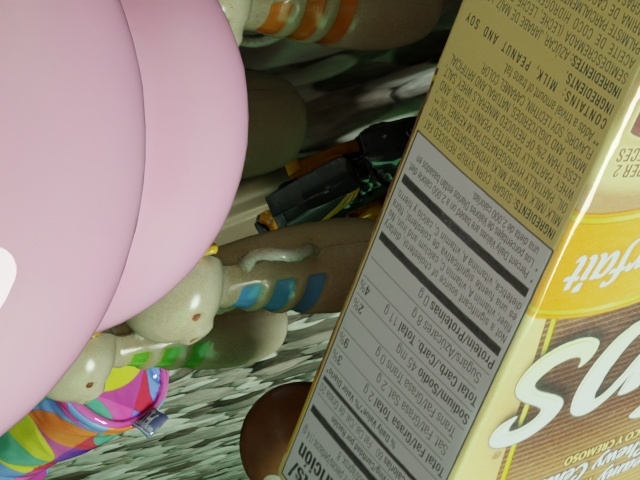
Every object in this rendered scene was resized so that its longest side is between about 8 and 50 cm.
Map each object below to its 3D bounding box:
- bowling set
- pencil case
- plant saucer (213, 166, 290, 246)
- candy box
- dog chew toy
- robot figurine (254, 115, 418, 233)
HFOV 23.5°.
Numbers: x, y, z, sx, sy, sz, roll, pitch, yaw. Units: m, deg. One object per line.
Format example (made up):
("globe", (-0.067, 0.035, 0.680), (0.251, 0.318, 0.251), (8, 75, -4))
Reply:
("bowling set", (-0.058, 0.015, 0.629), (0.154, 0.200, 0.287), (-6, 160, -36))
("pencil case", (-0.194, 0.119, 1.130), (0.104, 0.104, 0.236), (-7, 166, -38))
("plant saucer", (0.000, 0.000, 0.994), (0.277, 0.041, 0.278), (-16, 167, -4))
("candy box", (0.120, -0.020, 0.567), (0.182, 0.087, 0.316), (-6, 128, -39))
("dog chew toy", (-0.136, -0.024, 0.352), (0.206, 0.207, 0.332), (-25, 174, 33))
("robot figurine", (0.108, -0.045, 0.767), (0.291, 0.085, 0.211), (-24, 175, 5))
